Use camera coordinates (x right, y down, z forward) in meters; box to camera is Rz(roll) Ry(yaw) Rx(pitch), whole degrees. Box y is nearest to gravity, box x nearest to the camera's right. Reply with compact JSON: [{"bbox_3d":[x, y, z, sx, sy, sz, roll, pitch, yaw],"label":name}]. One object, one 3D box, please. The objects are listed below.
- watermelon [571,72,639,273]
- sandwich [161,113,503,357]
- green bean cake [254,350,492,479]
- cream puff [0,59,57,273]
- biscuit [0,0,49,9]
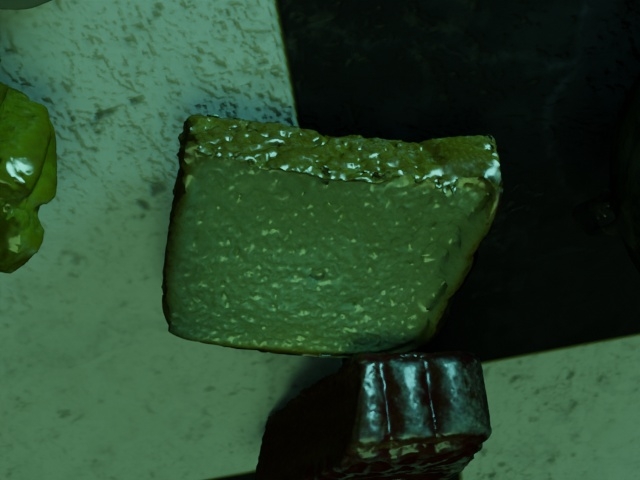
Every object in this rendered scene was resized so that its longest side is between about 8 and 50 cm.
[{"bbox_3d":[0.365,-0.057,0.716,0.360,0.278,0.278,-17,129,7],"label":"watermelon"},{"bbox_3d":[0.000,-0.001,0.829,0.251,0.087,0.226,5,130,-10],"label":"sandwich"},{"bbox_3d":[0.045,0.178,0.925,0.199,0.097,0.232,-2,157,-11],"label":"green bean cake"},{"bbox_3d":[-0.276,-0.055,0.699,0.195,0.194,0.221,-10,147,0],"label":"cream puff"},{"bbox_3d":[-0.217,-0.228,0.638,0.208,0.049,0.181,-18,128,4],"label":"biscuit"}]
